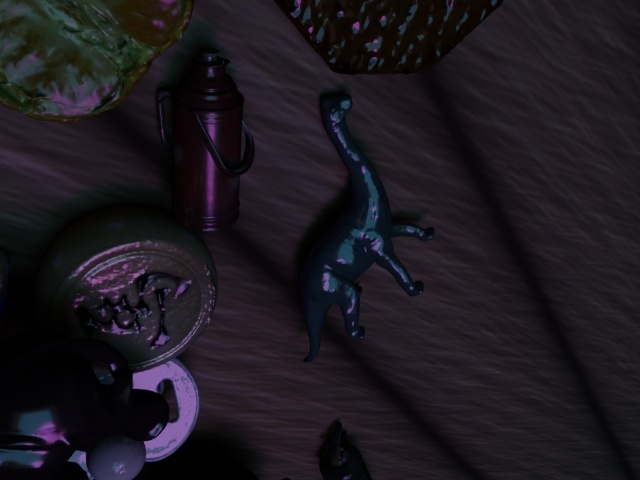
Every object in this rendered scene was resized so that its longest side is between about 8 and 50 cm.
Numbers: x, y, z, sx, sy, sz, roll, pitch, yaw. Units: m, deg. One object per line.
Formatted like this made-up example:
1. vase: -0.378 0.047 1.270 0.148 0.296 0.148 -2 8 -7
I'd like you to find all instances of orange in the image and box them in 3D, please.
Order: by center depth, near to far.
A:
1. orange: -0.243 -0.241 0.680 0.237 0.158 0.179 -44 126 14

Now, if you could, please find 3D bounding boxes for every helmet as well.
1. helmet: -0.221 0.512 1.264 0.225 0.177 0.305 -40 146 -21

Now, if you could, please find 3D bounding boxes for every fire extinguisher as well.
1. fire extinguisher: 0.063 0.522 1.482 0.114 0.096 0.311 -63 147 -35

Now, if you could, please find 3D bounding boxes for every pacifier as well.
1. pacifier: -0.314 0.275 1.010 0.287 0.226 0.238 -10 110 -23

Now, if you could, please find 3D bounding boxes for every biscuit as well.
1. biscuit: 0.102 -0.368 0.833 0.359 0.046 0.359 -14 130 -18

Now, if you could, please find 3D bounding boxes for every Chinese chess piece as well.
1. Chinese chess piece: -0.269 0.072 0.944 0.250 0.101 0.250 -14 126 -20

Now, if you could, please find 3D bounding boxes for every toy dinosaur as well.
1. toy dinosaur: 0.000 0.000 1.052 0.383 0.129 0.331 -44 121 12

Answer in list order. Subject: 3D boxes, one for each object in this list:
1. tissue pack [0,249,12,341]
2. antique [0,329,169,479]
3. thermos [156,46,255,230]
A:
1. tissue pack: -0.511 0.151 0.864 0.209 0.137 0.269 -1 124 -30
2. antique: -0.378 0.235 0.814 0.322 0.185 0.255 -40 152 -9
3. thermos: -0.150 -0.133 0.861 0.124 0.099 0.232 13 125 10
